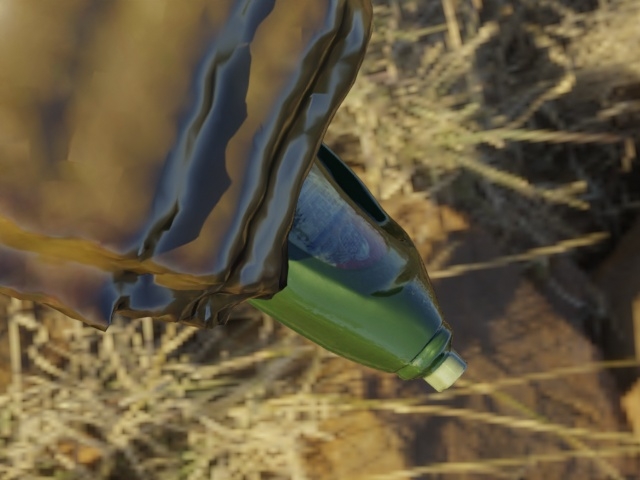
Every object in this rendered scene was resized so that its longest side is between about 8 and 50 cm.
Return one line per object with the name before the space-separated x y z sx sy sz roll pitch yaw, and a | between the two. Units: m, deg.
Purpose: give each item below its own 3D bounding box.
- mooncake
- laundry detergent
mooncake | -0.147 -0.080 0.811 0.324 0.324 0.187 16 94 -39
laundry detergent | 0.000 0.000 1.027 0.211 0.063 0.137 41 31 -2
